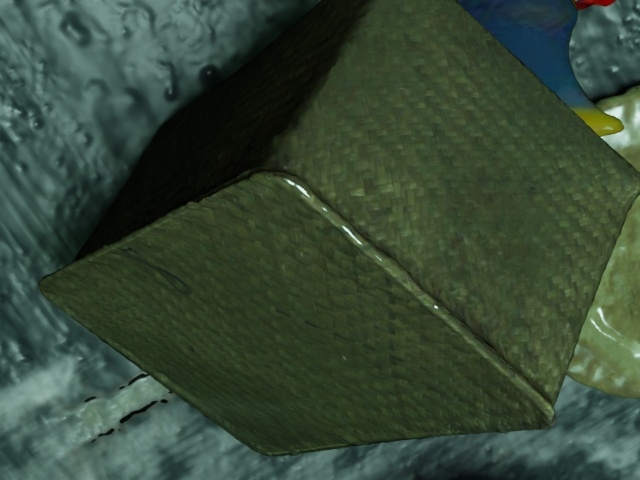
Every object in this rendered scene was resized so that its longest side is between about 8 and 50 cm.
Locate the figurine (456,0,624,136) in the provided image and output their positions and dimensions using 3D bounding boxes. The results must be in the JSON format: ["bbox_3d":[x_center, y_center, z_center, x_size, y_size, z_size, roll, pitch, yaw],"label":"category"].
[{"bbox_3d":[0.083,-0.234,0.549,0.387,0.268,0.401,3,111,-12],"label":"figurine"}]

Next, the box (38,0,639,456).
[{"bbox_3d":[-0.001,0.002,0.590,0.184,0.273,0.143,39,59,-18],"label":"box"}]

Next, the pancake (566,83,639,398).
[{"bbox_3d":[0.233,-0.007,0.755,0.222,0.042,0.236,33,97,-11],"label":"pancake"}]
